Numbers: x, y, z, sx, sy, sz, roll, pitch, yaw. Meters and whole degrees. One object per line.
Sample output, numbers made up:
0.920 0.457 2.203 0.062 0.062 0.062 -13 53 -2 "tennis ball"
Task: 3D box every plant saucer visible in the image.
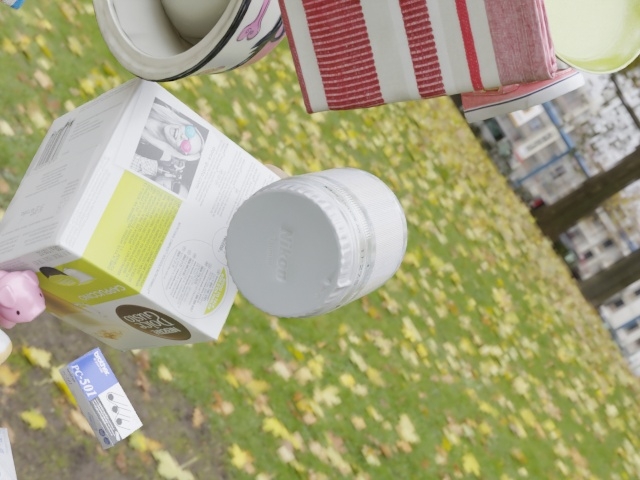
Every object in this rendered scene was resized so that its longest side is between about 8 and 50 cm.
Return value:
0.303 -0.312 1.168 0.241 0.241 0.037 56 -29 -17 "plant saucer"

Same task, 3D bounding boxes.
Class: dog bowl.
-0.178 -0.439 1.518 0.150 0.408 0.408 -1 54 -47 "dog bowl"

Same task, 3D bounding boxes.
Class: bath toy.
-0.517 0.098 1.606 0.151 0.348 0.129 30 -35 16 "bath toy"

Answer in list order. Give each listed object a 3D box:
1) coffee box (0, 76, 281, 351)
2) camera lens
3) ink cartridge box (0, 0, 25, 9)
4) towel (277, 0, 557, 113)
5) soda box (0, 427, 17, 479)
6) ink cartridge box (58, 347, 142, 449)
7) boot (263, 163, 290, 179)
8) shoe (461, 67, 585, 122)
-0.335 -0.028 1.756 0.334 0.338 0.338 36 60 -31 "coffee box"
0.000 0.000 1.577 0.219 0.219 0.274 59 26 6 "camera lens"
-0.246 -0.264 0.782 0.078 0.134 0.231 38 2 -14 "ink cartridge box"
0.096 -0.278 1.137 0.037 0.329 0.237 -33 113 -52 "towel"
-0.506 0.387 1.475 0.091 0.098 0.286 7 17 -25 "soda box"
-0.494 0.355 2.224 0.097 0.046 0.207 -33 94 -51 "ink cartridge box"
-0.112 -0.044 2.103 0.262 0.203 0.095 48 49 -34 "boot"
0.229 -0.197 1.178 0.178 0.063 0.081 -9 -77 55 "shoe"
